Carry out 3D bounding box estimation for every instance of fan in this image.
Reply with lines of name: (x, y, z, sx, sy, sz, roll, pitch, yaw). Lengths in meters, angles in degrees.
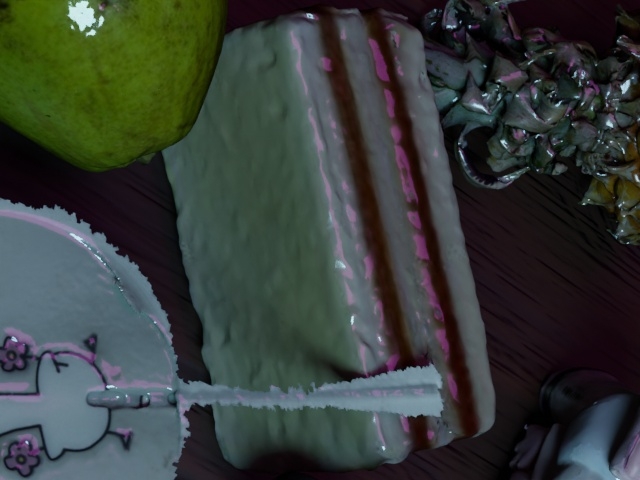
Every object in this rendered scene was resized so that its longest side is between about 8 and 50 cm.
fan: (-0.109, 0.093, 0.937, 0.415, 0.012, 0.233, 5, 71, -24)

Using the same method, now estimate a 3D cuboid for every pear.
pear: (-0.164, -0.175, 1.036, 0.212, 0.212, 0.269, -23, 98, -35)

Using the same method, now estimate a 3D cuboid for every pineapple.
pineapple: (0.192, -0.114, 1.280, 0.272, 0.262, 0.262, 8, 74, -7)

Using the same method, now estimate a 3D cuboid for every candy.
candy: (0.000, 0.000, 1.119, 0.135, 0.179, 0.320, -9, 84, -41)

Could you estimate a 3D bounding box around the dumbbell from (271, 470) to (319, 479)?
dumbbell: (-0.049, 0.251, 0.999, 0.325, 0.143, 0.143, -32, 98, -28)

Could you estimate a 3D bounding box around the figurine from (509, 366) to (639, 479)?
figurine: (0.299, 0.271, 1.239, 0.361, 0.211, 0.253, 45, 59, -16)
